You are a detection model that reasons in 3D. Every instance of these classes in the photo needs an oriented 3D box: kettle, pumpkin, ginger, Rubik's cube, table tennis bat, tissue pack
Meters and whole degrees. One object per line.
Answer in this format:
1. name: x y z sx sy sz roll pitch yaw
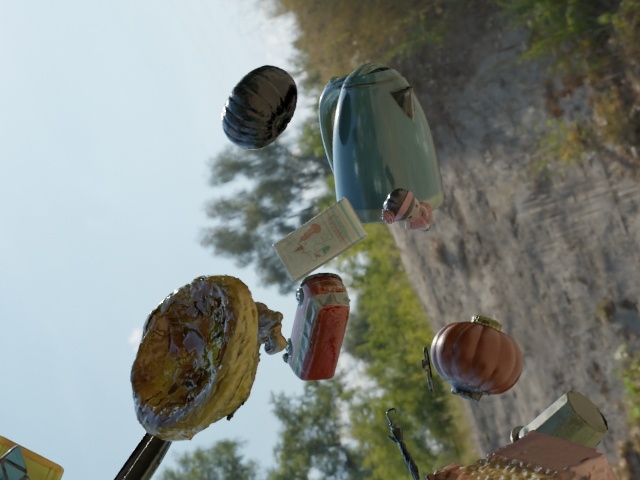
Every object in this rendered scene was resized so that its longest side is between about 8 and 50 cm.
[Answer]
1. kettle: 0.112 -0.234 1.998 0.247 0.319 0.342 -22 -73 -40
2. pumpkin: -0.139 -0.299 1.942 0.140 0.202 0.202 37 -177 11
3. ginger: -0.154 0.195 1.993 0.059 0.214 0.133 -42 -52 -39
4. Rubik's cube: -0.693 0.519 1.829 0.211 0.190 0.178 48 -144 -34
5. table tennis bat: 0.224 0.267 1.804 0.158 0.014 0.095 53 -150 -72
6. tissue pack: 0.000 0.000 1.037 0.056 0.108 0.023 61 -168 16

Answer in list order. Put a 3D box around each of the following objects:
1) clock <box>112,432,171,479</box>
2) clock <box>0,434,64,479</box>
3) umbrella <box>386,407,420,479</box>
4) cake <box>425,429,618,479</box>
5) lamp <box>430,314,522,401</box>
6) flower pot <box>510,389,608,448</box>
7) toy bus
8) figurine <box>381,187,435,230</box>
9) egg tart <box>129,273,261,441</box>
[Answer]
1. clock: -0.339 0.432 1.572 0.049 0.273 0.279 31 -136 1
2. clock: -0.725 0.543 2.040 0.202 0.143 0.096 37 -130 -27
3. umbrella: 0.192 0.495 2.039 0.044 0.044 0.269 52 -170 -32
4. cake: 0.353 0.516 1.473 0.314 0.306 0.293 66 166 -7
5. lamp: 0.372 0.282 2.066 0.223 0.223 0.197 49 -123 -67
6. flower pot: 0.658 0.525 2.318 0.212 0.203 0.212 31 -154 -17
7. toy bus: -0.002 0.210 2.057 0.120 0.121 0.265 -122 38 -52
8. figurine: 0.158 -0.051 1.584 0.054 0.072 0.129 42 -171 35
9. egg tart: -0.192 0.193 1.418 0.115 0.290 0.290 31 -145 -41
